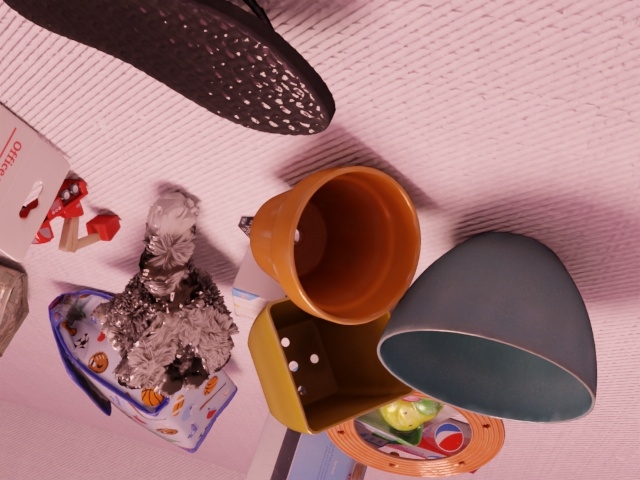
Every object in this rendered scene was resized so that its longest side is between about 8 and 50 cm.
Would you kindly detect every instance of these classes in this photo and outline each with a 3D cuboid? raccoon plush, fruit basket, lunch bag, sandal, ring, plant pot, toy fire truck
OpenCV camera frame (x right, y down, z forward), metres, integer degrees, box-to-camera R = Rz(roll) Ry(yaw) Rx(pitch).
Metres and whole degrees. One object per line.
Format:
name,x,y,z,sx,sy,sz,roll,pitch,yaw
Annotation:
raccoon plush,-0.289,0.064,1.580,0.216,0.446,0.299,-1,-151,-33
fruit basket,0.137,0.279,1.645,0.327,0.165,0.353,28,150,-16
lunch bag,-0.817,0.121,2.003,0.235,0.169,0.287,25,146,-2
sandal,-0.169,-0.251,0.917,0.446,0.107,0.167,27,157,14
lunch bag,-0.433,0.293,2.004,0.385,0.239,0.328,28,158,20
ring,0.172,0.342,1.602,0.337,0.032,0.336,7,135,7
plant pot,0.244,0.105,1.187,0.290,0.195,0.290,16,153,8
toy fire truck,-0.428,-0.030,1.463,0.047,0.192,0.135,5,122,26
plant pot,-0.005,0.195,1.433,0.212,0.212,0.187,-15,172,-31
plant pot,0.000,0.000,1.181,0.205,0.205,0.188,36,166,-30

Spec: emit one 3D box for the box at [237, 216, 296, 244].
box,-0.085,-0.008,1.401,0.067,0.018,0.083,2,149,33

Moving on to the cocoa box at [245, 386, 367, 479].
cocoa box,-0.021,0.534,2.034,0.228,0.347,0.231,11,153,17

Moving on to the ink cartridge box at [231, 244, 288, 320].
ink cartridge box,-0.096,0.087,1.511,0.092,0.090,0.143,18,155,5

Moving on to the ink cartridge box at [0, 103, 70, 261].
ink cartridge box,-0.568,-0.133,1.277,0.119,0.207,0.353,-5,144,38

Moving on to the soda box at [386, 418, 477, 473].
soda box,0.243,0.447,1.975,0.263,0.092,0.083,17,155,5
